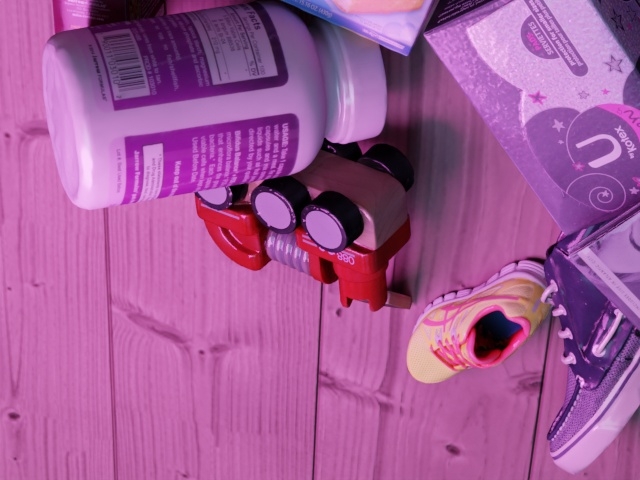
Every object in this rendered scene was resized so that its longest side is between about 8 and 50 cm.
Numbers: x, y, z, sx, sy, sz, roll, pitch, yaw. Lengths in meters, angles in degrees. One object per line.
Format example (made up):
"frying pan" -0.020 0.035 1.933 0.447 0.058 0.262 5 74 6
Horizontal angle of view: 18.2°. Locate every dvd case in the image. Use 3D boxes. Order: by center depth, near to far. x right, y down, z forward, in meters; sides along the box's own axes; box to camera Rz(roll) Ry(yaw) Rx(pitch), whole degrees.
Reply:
"dvd case" 0.358 0.002 1.805 0.221 0.018 0.164 -34 123 20

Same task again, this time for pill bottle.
"pill bottle" -0.098 -0.134 1.876 0.301 0.169 0.169 -10 130 -16

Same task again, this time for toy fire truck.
"toy fire truck" 0.000 0.000 2.038 0.217 0.158 0.246 20 135 30

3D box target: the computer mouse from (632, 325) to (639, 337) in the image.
"computer mouse" 0.401 0.103 1.906 0.193 0.042 0.106 37 114 -10

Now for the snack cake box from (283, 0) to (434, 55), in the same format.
"snack cake box" -0.004 -0.300 1.834 0.264 0.089 0.152 24 131 1

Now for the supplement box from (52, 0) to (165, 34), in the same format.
"supplement box" -0.205 -0.266 1.924 0.081 0.104 0.188 11 129 12

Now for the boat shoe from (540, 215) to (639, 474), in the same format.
"boat shoe" 0.277 0.077 2.010 0.158 0.127 0.340 30 122 2

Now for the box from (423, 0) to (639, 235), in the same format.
"box" 0.238 -0.155 1.820 0.163 0.142 0.247 -23 116 33

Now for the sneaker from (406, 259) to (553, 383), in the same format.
"sneaker" 0.157 0.100 2.079 0.081 0.094 0.208 39 131 -13
